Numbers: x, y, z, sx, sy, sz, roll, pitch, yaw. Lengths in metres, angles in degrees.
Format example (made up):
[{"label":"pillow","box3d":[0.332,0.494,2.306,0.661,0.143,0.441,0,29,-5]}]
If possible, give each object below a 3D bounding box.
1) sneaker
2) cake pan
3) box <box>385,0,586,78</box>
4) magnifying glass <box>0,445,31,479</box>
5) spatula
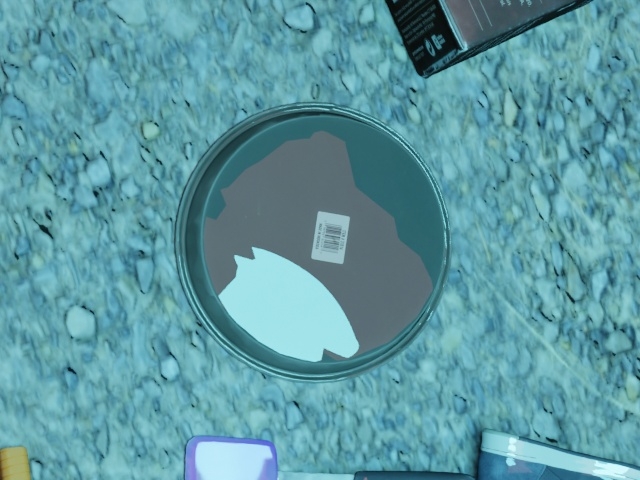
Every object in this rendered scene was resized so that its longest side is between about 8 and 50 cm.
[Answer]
[{"label":"sneaker","box3d":[0.257,0.297,1.750,0.226,0.086,0.163,14,83,-10]},{"label":"cake pan","box3d":[0.000,0.000,1.735,0.293,0.054,0.293,1,86,-12]},{"label":"box","box3d":[0.175,-0.290,1.731,0.203,0.168,0.167,-25,90,-11]},{"label":"magnifying glass","box3d":[-0.282,0.313,1.636,0.092,0.026,0.231,-2,67,-27]},{"label":"spatula","box3d":[0.011,0.246,1.717,0.296,0.030,0.084,3,86,4]}]
